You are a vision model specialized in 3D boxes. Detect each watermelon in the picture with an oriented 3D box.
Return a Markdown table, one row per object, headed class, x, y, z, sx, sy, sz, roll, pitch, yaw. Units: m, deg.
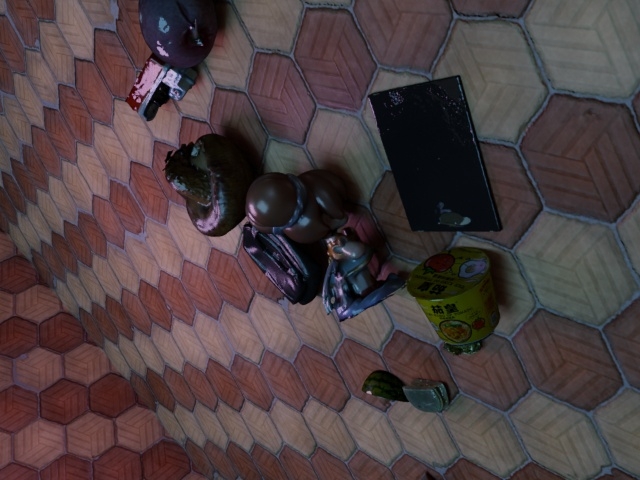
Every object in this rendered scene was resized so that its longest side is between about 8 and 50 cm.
| class | x | y | z | sx | sy | sz | roll | pitch | yaw |
| --- | --- | --- | --- | --- | --- | --- | --- | --- | --- |
| watermelon | 0.173 | 0.391 | 1.935 | 0.163 | 0.087 | 0.069 | 10 | 86 | 44 |

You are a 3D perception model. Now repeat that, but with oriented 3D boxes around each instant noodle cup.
| class | x | y | z | sx | sy | sz | roll | pitch | yaw |
| --- | --- | --- | --- | --- | --- | --- | --- | --- | --- |
| instant noodle cup | 0.290 | 0.123 | 1.486 | 0.182 | 0.182 | 0.144 | 5 | 130 | 48 |

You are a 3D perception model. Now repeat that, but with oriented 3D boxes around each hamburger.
| class | x | y | z | sx | sy | sz | roll | pitch | yaw |
| --- | --- | --- | --- | --- | --- | --- | --- | --- | --- |
| hamburger | 0.277 | 0.402 | 1.810 | 0.121 | 0.054 | 0.084 | -11 | 106 | 45 |

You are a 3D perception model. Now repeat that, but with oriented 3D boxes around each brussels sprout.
| class | x | y | z | sx | sy | sz | roll | pitch | yaw |
| --- | --- | --- | --- | --- | --- | --- | --- | --- | --- |
| brussels sprout | 0.327 | 0.228 | 1.615 | 0.085 | 0.058 | 0.085 | 3 | 98 | 21 |

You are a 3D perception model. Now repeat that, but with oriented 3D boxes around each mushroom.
| class | x | y | z | sx | sy | sz | roll | pitch | yaw |
| --- | --- | --- | --- | --- | --- | --- | --- | --- | --- |
| mushroom | -0.295 | -0.161 | 1.937 | 0.283 | 0.195 | 0.263 | 41 | 134 | 11 |

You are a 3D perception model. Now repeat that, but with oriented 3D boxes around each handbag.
| class | x | y | z | sx | sy | sz | roll | pitch | yaw |
| --- | --- | --- | --- | --- | --- | --- | --- | --- | --- |
| handbag | -0.108 | 0.042 | 1.931 | 0.275 | 0.088 | 0.244 | 49 | 158 | 15 |

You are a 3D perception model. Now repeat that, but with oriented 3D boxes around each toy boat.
| class | x | y | z | sx | sy | sz | roll | pitch | yaw |
| --- | --- | --- | --- | --- | --- | --- | --- | --- | --- |
| toy boat | -0.439 | -0.425 | 1.972 | 0.133 | 0.145 | 0.332 | 34 | 149 | -15 |

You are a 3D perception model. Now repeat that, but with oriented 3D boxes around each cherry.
| class | x | y | z | sx | sy | sz | roll | pitch | yaw |
| --- | --- | --- | --- | --- | --- | --- | --- | --- | --- |
| cherry | -0.348 | -0.536 | 1.729 | 0.266 | 0.183 | 0.213 | 54 | 139 | 32 |

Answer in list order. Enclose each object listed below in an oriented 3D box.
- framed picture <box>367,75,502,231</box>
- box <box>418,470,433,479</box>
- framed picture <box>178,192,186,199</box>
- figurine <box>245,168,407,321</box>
| class | x | y | z | sx | sy | sz | roll | pitch | yaw |
| --- | --- | --- | --- | --- | --- | --- | --- | --- | --- |
| framed picture | 0.232 | -0.165 | 1.462 | 0.244 | 0.013 | 0.324 | 2 | 118 | 50 |
| box | 0.281 | 0.764 | 1.974 | 0.133 | 0.182 | 0.099 | 39 | 141 | 19 |
| framed picture | -0.397 | -0.180 | 2.196 | 0.128 | 0.023 | 0.168 | 41 | 142 | 21 |
| figurine | 0.001 | 0.000 | 1.688 | 0.388 | 0.248 | 0.276 | 60 | 169 | 0 |
